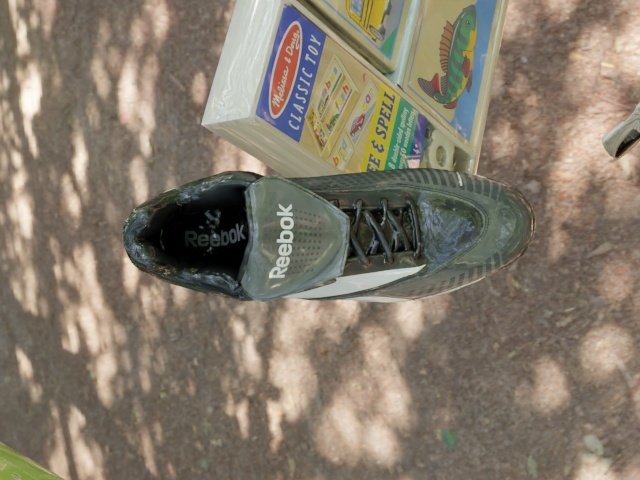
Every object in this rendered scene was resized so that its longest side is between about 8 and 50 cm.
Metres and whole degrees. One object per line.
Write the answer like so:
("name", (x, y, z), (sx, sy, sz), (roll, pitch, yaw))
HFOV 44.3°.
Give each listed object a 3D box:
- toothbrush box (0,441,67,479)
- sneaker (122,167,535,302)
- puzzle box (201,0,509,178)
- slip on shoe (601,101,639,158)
("toothbrush box", (-0.311, 0.218, 0.545), (0.122, 0.206, 0.283), (-57, 8, 0))
("sneaker", (0.000, 0.000, 0.427), (0.234, 0.106, 0.078), (-1, 92, 8))
("puzzle box", (0.065, -0.221, 0.656), (0.052, 0.272, 0.409), (-1, 70, 43))
("slip on shoe", (0.508, -0.183, 1.247), (0.135, 0.051, 0.041), (-42, 37, 33))
